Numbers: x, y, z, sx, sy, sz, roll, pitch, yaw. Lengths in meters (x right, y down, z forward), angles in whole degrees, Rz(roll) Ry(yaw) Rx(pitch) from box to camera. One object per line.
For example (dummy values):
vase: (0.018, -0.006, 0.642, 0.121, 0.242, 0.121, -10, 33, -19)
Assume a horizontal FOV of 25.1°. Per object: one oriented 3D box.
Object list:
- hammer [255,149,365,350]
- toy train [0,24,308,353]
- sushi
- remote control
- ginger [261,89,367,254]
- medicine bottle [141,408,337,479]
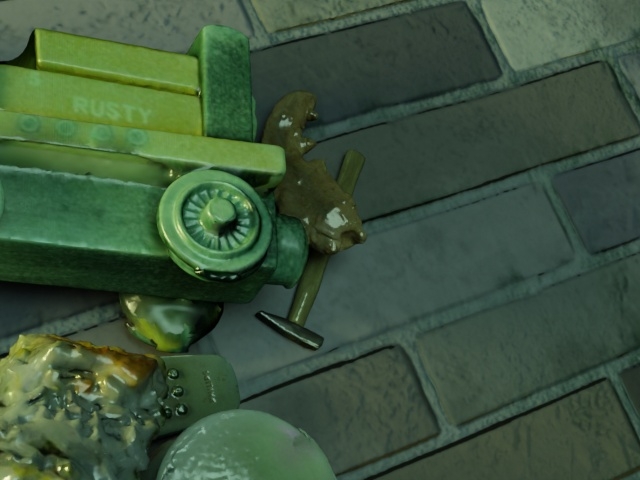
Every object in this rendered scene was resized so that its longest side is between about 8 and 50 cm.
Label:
hammer: (0.000, 0.000, 1.269, 0.062, 0.013, 0.199, 26, 60, -11)
toy train: (-0.201, -0.061, 1.130, 0.397, 0.160, 0.253, 7, 60, -21)
sushi: (-0.200, 0.192, 0.980, 0.139, 0.184, 0.274, 19, 107, -12)
remote control: (-0.169, 0.132, 1.122, 0.222, 0.042, 0.072, -7, 72, -25)
ginger: (-0.015, -0.060, 1.260, 0.069, 0.051, 0.173, -14, 66, -9)
medicine bottle: (-0.074, 0.209, 1.072, 0.147, 0.143, 0.147, 9, 64, -20)
